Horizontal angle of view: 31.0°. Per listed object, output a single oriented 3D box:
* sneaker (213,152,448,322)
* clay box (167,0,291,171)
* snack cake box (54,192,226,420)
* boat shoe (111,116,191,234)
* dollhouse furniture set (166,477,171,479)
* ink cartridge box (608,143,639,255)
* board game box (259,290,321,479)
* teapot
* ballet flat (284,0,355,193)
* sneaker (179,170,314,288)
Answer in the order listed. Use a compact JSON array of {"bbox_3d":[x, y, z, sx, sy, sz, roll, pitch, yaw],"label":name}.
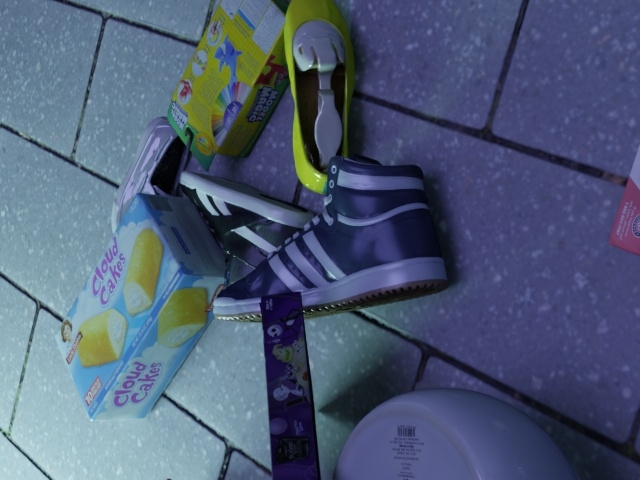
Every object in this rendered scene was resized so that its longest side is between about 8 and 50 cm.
[{"bbox_3d":[0.000,0.000,1.217,0.282,0.099,0.153,-13,80,33],"label":"sneaker"},{"bbox_3d":[-0.101,-0.202,1.391,0.127,0.053,0.222,53,124,36],"label":"clay box"},{"bbox_3d":[-0.228,0.087,1.471,0.264,0.089,0.152,-56,51,27],"label":"snack cake box"},{"bbox_3d":[-0.214,-0.067,1.498,0.063,0.066,0.184,31,99,45],"label":"boat shoe"},{"bbox_3d":[-0.132,0.336,1.344,0.184,0.129,0.129,-160,79,-76],"label":"dollhouse furniture set"},{"bbox_3d":[0.336,-0.018,0.896,0.198,0.067,0.115,27,105,46],"label":"ink cartridge box"},{"bbox_3d":[-0.019,0.243,1.094,0.347,0.056,0.208,-97,-3,-46],"label":"board game box"},{"bbox_3d":[0.137,0.245,0.992,0.256,0.187,0.252,56,128,40],"label":"teapot"},{"bbox_3d":[0.003,-0.167,1.254,0.077,0.077,0.231,149,119,-84],"label":"ballet flat"},{"bbox_3d":[-0.106,-0.004,1.356,0.217,0.079,0.121,23,101,44],"label":"sneaker"}]
